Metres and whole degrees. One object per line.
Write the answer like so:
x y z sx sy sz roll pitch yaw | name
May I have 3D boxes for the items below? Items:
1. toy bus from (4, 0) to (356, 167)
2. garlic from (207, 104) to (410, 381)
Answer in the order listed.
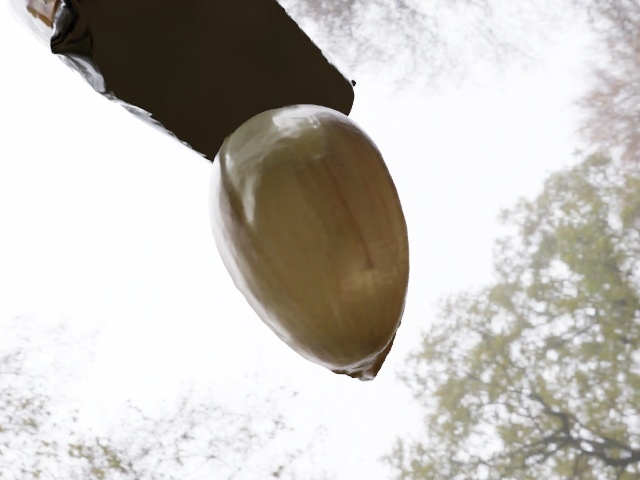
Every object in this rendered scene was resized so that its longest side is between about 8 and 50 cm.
-0.129 -0.177 0.869 0.171 0.162 0.386 -56 -28 0 | toy bus
-0.009 0.003 0.643 0.115 0.128 0.206 -15 -97 -39 | garlic
